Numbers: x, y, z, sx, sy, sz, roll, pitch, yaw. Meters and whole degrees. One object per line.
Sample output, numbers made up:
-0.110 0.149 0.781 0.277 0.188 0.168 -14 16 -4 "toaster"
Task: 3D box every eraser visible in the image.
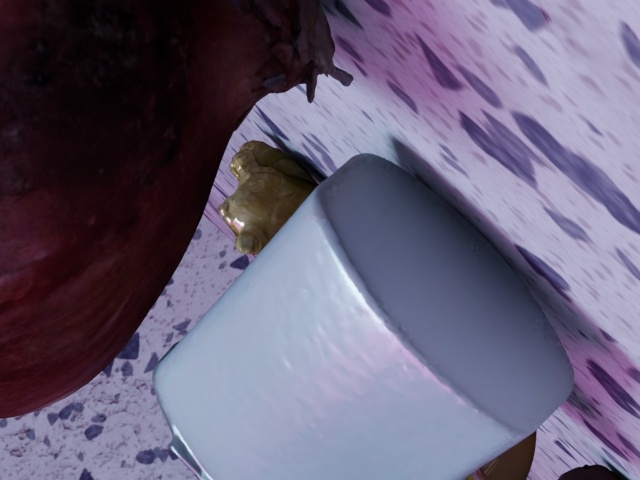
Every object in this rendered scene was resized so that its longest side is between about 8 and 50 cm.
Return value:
0.013 0.088 1.045 0.189 0.104 0.290 52 144 5 "eraser"

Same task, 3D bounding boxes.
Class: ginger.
-0.010 -0.002 1.353 0.205 0.081 0.115 44 -173 10 "ginger"

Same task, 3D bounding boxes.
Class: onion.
-0.128 -0.094 0.766 0.347 0.285 0.348 174 90 -87 "onion"

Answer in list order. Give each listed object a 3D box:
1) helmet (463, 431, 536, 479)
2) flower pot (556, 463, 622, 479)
0.078 0.102 1.229 0.224 0.130 0.198 31 165 24 "helmet"
0.231 0.236 1.356 0.111 0.111 0.089 50 -172 -47 "flower pot"
